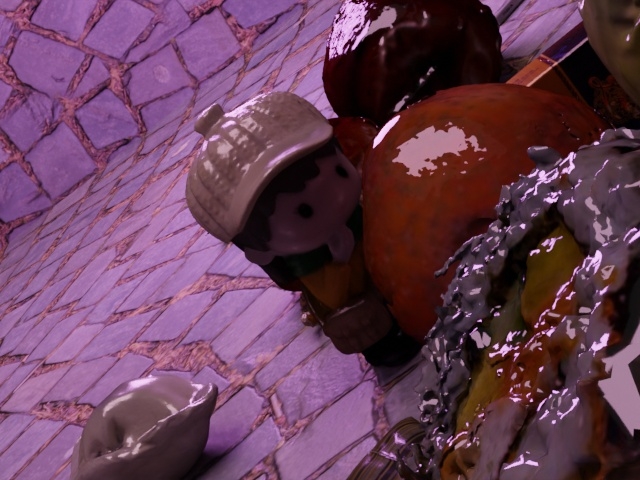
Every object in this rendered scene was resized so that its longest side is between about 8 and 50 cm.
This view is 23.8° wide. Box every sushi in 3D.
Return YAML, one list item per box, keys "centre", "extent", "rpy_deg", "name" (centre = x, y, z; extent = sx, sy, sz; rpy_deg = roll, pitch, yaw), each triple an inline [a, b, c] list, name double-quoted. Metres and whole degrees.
- centre: [0.198, 0.104, 1.115]
  extent: [0.417, 0.176, 0.417]
  rpy_deg: [-51, 20, 26]
  name: "sushi"

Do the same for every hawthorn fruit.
- centre: [0.200, -0.026, 1.438]
  extent: [0.307, 0.276, 0.276]
  rpy_deg: [-12, 29, 28]
  name: "hawthorn fruit"

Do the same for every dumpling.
- centre: [-0.218, 0.236, 1.812]
  extent: [0.250, 0.132, 0.162]
  rpy_deg: [-28, 17, 34]
  name: "dumpling"

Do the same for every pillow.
- centre: [0.090, 0.218, 1.386]
  extent: [0.113, 0.038, 0.203]
  rpy_deg: [-44, 19, -15]
  name: "pillow"

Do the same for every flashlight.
- centre: [0.303, -0.376, 2.436]
  extent: [0.083, 0.018, 0.018]
  rpy_deg: [-47, 19, -22]
  name: "flashlight"

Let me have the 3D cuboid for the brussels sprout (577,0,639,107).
- centre: [0.389, -0.258, 1.465]
  extent: [0.268, 0.344, 0.344]
  rpy_deg: [13, 52, 40]
  name: "brussels sprout"

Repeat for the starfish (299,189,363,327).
- centre: [0.000, 0.002, 1.893]
  extent: [0.150, 0.210, 0.053]
  rpy_deg: [-17, -11, -4]
  name: "starfish"

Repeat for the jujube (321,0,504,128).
- centre: [0.132, -0.269, 2.168]
  extent: [0.258, 0.258, 0.377]
  rpy_deg: [-33, 19, 20]
  name: "jujube"

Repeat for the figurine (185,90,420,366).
- centre: [-0.013, -0.010, 1.659]
  extent: [0.204, 0.332, 0.185]
  rpy_deg: [6, 48, 45]
  name: "figurine"

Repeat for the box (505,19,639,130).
- centre: [0.313, -0.159, 1.669]
  extent: [0.237, 0.152, 0.070]
  rpy_deg: [-40, 18, 2]
  name: "box"

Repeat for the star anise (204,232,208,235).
- centre: [-0.110, -0.061, 2.449]
  extent: [0.157, 0.053, 0.212]
  rpy_deg: [-47, 17, -21]
  name: "star anise"

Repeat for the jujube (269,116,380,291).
- centre: [0.002, -0.054, 2.005]
  extent: [0.243, 0.183, 0.183]
  rpy_deg: [-43, 18, -4]
  name: "jujube"
